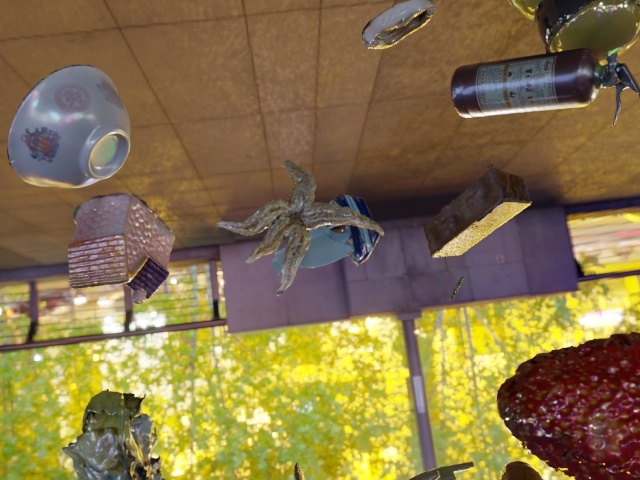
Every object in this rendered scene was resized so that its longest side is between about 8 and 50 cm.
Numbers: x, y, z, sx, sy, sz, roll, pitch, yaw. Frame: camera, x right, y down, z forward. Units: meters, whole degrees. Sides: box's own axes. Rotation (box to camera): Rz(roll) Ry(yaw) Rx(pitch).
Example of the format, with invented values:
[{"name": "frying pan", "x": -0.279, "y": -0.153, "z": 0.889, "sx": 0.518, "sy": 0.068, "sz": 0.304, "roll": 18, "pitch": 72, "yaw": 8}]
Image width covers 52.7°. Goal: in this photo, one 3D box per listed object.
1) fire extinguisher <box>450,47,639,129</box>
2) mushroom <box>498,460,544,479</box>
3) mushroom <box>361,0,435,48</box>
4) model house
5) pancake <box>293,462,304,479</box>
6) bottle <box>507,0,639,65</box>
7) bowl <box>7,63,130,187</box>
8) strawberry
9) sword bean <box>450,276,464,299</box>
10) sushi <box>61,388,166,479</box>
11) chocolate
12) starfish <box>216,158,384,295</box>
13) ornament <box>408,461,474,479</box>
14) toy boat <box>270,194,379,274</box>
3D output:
[{"name": "fire extinguisher", "x": 0.284, "y": -0.185, "z": 0.812, "sx": 0.231, "sy": 0.099, "sz": 0.071, "roll": 4, "pitch": -156, "yaw": 38}, {"name": "mushroom", "x": 0.439, "y": 0.636, "z": 1.491, "sx": 0.255, "sy": 0.267, "sz": 0.267, "roll": 26, "pitch": 156, "yaw": -20}, {"name": "mushroom", "x": 0.202, "y": -0.568, "z": 1.706, "sx": 0.210, "sy": 0.072, "sz": 0.094, "roll": -31, "pitch": 155, "yaw": 4}, {"name": "model house", "x": -0.536, "y": 0.039, "z": 1.713, "sx": 0.202, "sy": 0.237, "sz": 0.237, "roll": -7, "pitch": 148, "yaw": 16}, {"name": "pancake", "x": -0.042, "y": 0.668, "z": 1.656, "sx": 0.021, "sy": 0.199, "sz": 0.199, "roll": -12, "pitch": 169, "yaw": -3}, {"name": "bottle", "x": 0.340, "y": -0.410, "z": 0.947, "sx": 0.172, "sy": 0.351, "sz": 0.171, "roll": -19, "pitch": 161, "yaw": -7}, {"name": "bowl", "x": -0.586, "y": -0.251, "z": 1.627, "sx": 0.157, "sy": 0.345, "sz": 0.345, "roll": 32, "pitch": 180, "yaw": 17}, {"name": "strawberry", "x": 0.485, "y": 0.299, "z": 1.061, "sx": 0.344, "sy": 0.292, "sz": 0.292, "roll": -8, "pitch": 170, "yaw": -10}, {"name": "sword bean", "x": 0.395, "y": 0.138, "z": 1.874, "sx": 0.012, "sy": 0.083, "sz": 0.012, "roll": 26, "pitch": 153, "yaw": 14}, {"name": "sushi", "x": -0.358, "y": 0.403, "z": 1.145, "sx": 0.139, "sy": 0.290, "sz": 0.131, "roll": 0, "pitch": -165, "yaw": 24}, {"name": "chocolate", "x": 0.400, "y": -0.063, "z": 1.654, "sx": 0.112, "sy": 0.111, "sz": 0.321, "roll": 4, "pitch": 150, "yaw": -26}, {"name": "starfish", "x": -0.061, "y": -0.017, "z": 1.430, "sx": 0.293, "sy": 0.301, "sz": 0.084, "roll": -43, "pitch": 167, "yaw": -31}, {"name": "ornament", "x": 0.318, "y": 0.679, "z": 1.816, "sx": 0.245, "sy": 0.061, "sz": 0.230, "roll": -3, "pitch": 147, "yaw": -26}, {"name": "toy boat", "x": 0.000, "y": 0.000, "z": 1.653, "sx": 0.291, "sy": 0.220, "sz": 0.067, "roll": -24, "pitch": 147, "yaw": 5}]
